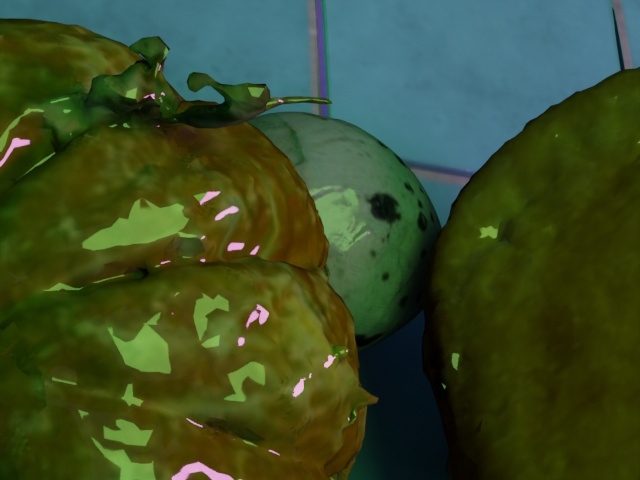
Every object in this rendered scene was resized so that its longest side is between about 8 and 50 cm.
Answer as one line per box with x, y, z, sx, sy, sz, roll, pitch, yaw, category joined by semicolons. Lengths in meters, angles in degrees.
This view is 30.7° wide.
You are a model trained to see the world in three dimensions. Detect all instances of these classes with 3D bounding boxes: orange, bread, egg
-0.125;0.071;0.449;0.300;0.223;0.301;-1;72;8;orange
0.200;0.090;0.535;0.204;0.337;0.358;28;42;-54;bread
0.000;0.000;0.603;0.164;0.131;0.131;6;66;-37;egg
